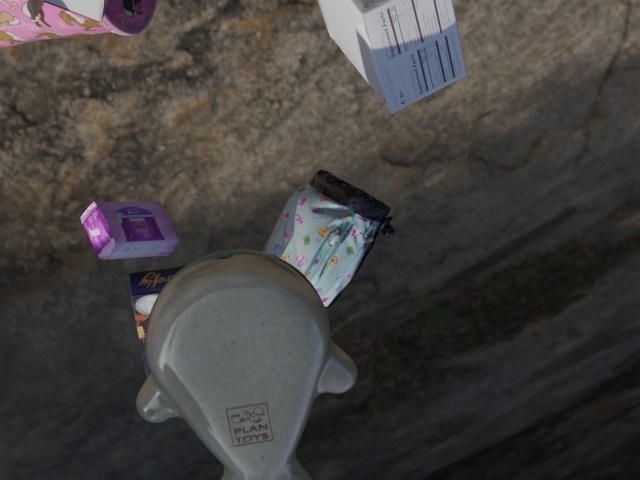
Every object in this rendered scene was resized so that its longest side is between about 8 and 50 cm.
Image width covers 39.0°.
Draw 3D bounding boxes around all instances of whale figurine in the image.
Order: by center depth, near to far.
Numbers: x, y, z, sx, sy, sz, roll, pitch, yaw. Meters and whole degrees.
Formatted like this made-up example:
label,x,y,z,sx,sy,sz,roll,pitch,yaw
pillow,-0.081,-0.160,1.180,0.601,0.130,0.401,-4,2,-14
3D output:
label,x,y,z,sx,sy,sz,roll,pitch,yaw
whale figurine,-0.072,0.139,0.898,0.216,0.272,0.141,-11,-163,-3

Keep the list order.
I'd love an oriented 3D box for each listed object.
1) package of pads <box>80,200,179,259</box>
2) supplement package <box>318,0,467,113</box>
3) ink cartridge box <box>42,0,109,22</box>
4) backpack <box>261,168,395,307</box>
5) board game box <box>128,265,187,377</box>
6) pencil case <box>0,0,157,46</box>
label,x,y,z,sx,sy,sz,roll,pitch,yaw
package of pads,-0.173,-0.010,0.830,0.032,0.050,0.083,-42,158,31
supplement package,0.099,-0.377,1.463,0.145,0.262,0.204,-28,138,-4
ink cartridge box,-0.234,-0.301,0.861,0.109,0.150,0.063,19,160,-9
backpack,0.000,0.000,1.271,0.115,0.152,0.182,26,96,-38
board game box,-0.175,0.126,1.290,0.165,0.042,0.243,-8,140,-9
pencil case,-0.397,-0.315,1.147,0.386,0.167,0.160,-2,142,21
